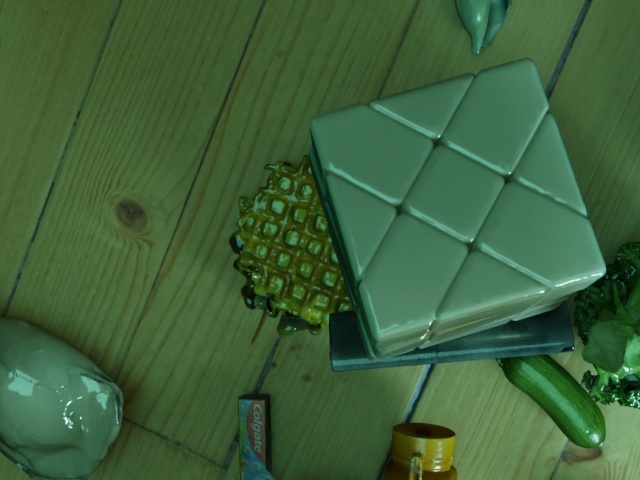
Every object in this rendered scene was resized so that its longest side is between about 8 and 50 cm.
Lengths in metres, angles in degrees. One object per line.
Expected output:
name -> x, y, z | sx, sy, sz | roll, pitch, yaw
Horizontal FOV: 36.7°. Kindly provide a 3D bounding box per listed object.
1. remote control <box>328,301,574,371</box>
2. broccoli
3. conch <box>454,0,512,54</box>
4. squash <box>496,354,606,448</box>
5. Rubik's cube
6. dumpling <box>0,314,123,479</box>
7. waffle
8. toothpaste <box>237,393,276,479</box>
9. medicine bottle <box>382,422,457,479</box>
remote control -> 0.202, 0.145, 1.523 | 0.377, 0.044, 0.107 | -6, 49, 5
broccoli -> 0.492, 0.133, 1.415 | 0.269, 0.241, 0.262 | 18, 107, 53
conch -> 0.252, -0.387, 1.532 | 0.065, 0.088, 0.180 | 3, 103, 56
squash -> 0.367, 0.239, 1.523 | 0.219, 0.068, 0.077 | 43, 116, 8
Rubik's cube -> 0.176, -0.028, 1.375 | 0.318, 0.316, 0.322 | -16, 77, -3
dumpling -> -0.520, 0.280, 1.687 | 0.341, 0.181, 0.260 | 21, 107, -10
waffle -> -0.009, 0.006, 1.605 | 0.329, 0.062, 0.329 | 1, 95, 13
toothpaste -> -0.102, 0.362, 1.654 | 0.070, 0.044, 0.193 | -1, 93, 11
medicine bottle -> 0.157, 0.412, 1.540 | 0.112, 0.149, 0.222 | 5, 94, 13
